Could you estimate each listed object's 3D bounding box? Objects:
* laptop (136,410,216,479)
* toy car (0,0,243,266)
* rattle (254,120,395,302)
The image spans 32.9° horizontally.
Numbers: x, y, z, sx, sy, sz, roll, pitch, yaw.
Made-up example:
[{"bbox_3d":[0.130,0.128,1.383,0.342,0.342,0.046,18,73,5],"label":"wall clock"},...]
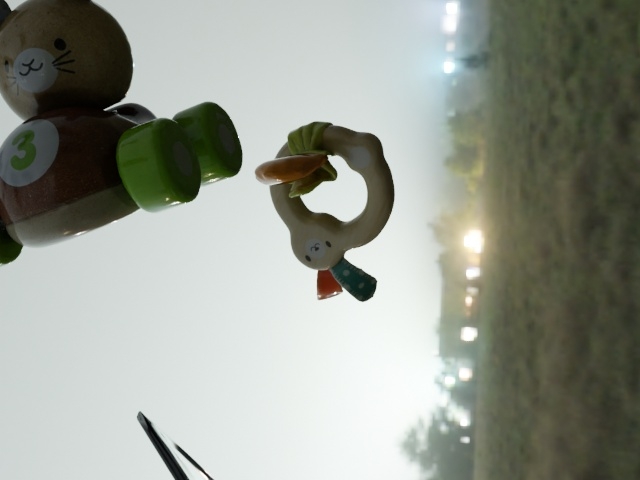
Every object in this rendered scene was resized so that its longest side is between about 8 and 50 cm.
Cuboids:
[{"bbox_3d":[0.075,0.156,0.502,0.234,0.264,0.137,-147,52,-62],"label":"laptop"},{"bbox_3d":[-0.161,-0.098,0.660,0.149,0.155,0.188,-44,-65,-70],"label":"toy car"},{"bbox_3d":[0.000,0.000,1.018,0.143,0.130,0.200,-83,0,-64],"label":"rattle"}]
